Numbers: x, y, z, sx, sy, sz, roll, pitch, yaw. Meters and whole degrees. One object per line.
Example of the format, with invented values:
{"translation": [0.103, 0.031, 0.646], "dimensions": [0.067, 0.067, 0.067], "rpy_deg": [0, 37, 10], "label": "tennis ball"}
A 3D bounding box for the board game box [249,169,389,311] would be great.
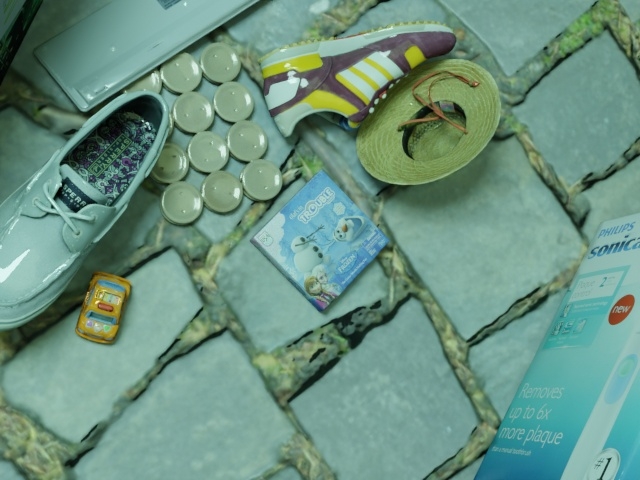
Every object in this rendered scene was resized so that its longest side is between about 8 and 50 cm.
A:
{"translation": [0.000, 0.000, 0.875], "dimensions": [0.090, 0.020, 0.090], "rpy_deg": [45, 73, -6], "label": "board game box"}

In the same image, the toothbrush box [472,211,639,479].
{"translation": [0.286, 0.119, 0.845], "dimensions": [0.126, 0.216, 0.295], "rpy_deg": [34, 75, -10], "label": "toothbrush box"}

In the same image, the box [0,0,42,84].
{"translation": [-0.251, -0.163, 0.708], "dimensions": [0.058, 0.232, 0.322], "rpy_deg": [26, 77, -11], "label": "box"}

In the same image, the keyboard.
{"translation": [-0.123, -0.206, 0.863], "dimensions": [0.256, 0.014, 0.072], "rpy_deg": [-37, 75, -19], "label": "keyboard"}

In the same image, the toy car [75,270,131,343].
{"translation": [-0.206, 0.031, 0.796], "dimensions": [0.122, 0.040, 0.060], "rpy_deg": [36, 74, -10], "label": "toy car"}

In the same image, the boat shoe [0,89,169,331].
{"translation": [-0.192, -0.033, 0.754], "dimensions": [0.079, 0.081, 0.227], "rpy_deg": [37, 61, -9], "label": "boat shoe"}

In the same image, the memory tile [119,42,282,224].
{"translation": [-0.105, -0.094, 0.859], "dimensions": [0.113, 0.012, 0.148], "rpy_deg": [-19, 89, -18], "label": "memory tile"}

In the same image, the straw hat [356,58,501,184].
{"translation": [0.108, -0.091, 0.895], "dimensions": [0.144, 0.144, 0.061], "rpy_deg": [-54, 140, -16], "label": "straw hat"}

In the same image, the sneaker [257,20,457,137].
{"translation": [0.039, -0.144, 0.887], "dimensions": [0.185, 0.069, 0.084], "rpy_deg": [-13, 95, -12], "label": "sneaker"}
